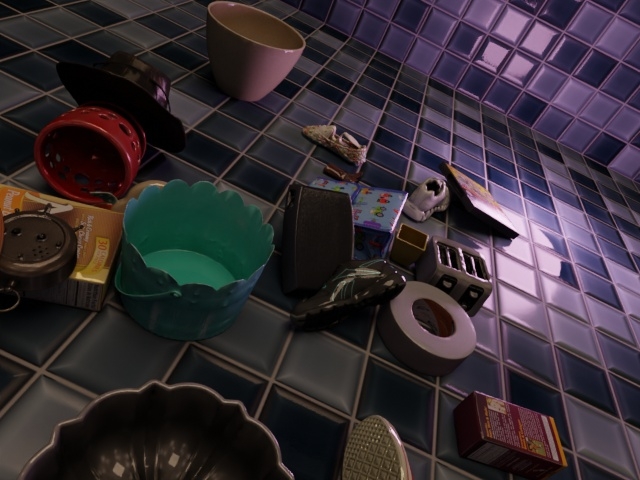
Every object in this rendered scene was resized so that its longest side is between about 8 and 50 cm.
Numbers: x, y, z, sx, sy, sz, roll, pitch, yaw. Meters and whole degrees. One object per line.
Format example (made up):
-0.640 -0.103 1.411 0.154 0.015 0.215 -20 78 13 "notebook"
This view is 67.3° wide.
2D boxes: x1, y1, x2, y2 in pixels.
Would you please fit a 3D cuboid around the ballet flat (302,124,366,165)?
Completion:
0.055 -0.341 1.623 0.241 0.077 0.091 30 37 4 "ballet flat"

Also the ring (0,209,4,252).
-0.630 0.022 0.674 0.337 0.032 0.336 1 59 -1 "ring"

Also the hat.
-0.434 -0.347 1.119 0.331 0.331 0.133 22 75 -8 "hat"

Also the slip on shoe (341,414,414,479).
0.117 0.428 0.731 0.101 0.123 0.331 42 18 -38 "slip on shoe"

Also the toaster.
0.343 0.089 1.261 0.168 0.110 0.185 21 37 -10 "toaster"

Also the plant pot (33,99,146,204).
-0.476 -0.199 1.028 0.191 0.191 0.174 17 35 -13 "plant pot"

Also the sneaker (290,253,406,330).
0.049 0.109 1.027 0.267 0.101 0.106 -18 60 -23 "sneaker"

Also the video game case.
0.547 -0.138 1.663 0.275 0.035 0.248 23 34 -34 "video game case"

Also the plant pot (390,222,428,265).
0.232 0.019 1.294 0.082 0.083 0.081 25 37 4 "plant pot"

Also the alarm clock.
-0.454 0.027 0.743 0.129 0.064 0.192 15 49 -16 "alarm clock"

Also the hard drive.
0.000 0.000 1.094 0.172 0.054 0.254 8 75 -24 "hard drive"

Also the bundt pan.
-0.200 0.350 0.597 0.331 0.124 0.330 16 38 -13 "bundt pan"

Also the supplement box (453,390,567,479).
0.368 0.385 0.944 0.188 0.080 0.104 21 37 -9 "supplement box"

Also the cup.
-0.245 -0.621 1.636 0.331 0.237 0.331 17 39 -14 "cup"

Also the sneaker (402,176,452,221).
0.374 -0.156 1.570 0.110 0.118 0.292 37 36 16 "sneaker"

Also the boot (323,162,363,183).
0.073 -0.219 1.526 0.114 0.037 0.106 29 34 10 "boot"

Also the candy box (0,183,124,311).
-0.523 0.001 0.841 0.317 0.087 0.183 14 41 -17 "candy box"

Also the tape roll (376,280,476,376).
0.241 0.197 1.099 0.219 0.072 0.219 17 38 -14 "tape roll"

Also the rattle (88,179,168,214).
-0.391 -0.088 1.020 0.200 0.130 0.142 -3 45 -19 "rattle"

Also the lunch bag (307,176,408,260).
0.059 -0.071 1.287 0.293 0.138 0.221 19 37 9 "lunch bag"

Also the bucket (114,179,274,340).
-0.239 0.037 0.898 0.281 0.183 0.281 17 37 -14 "bucket"
